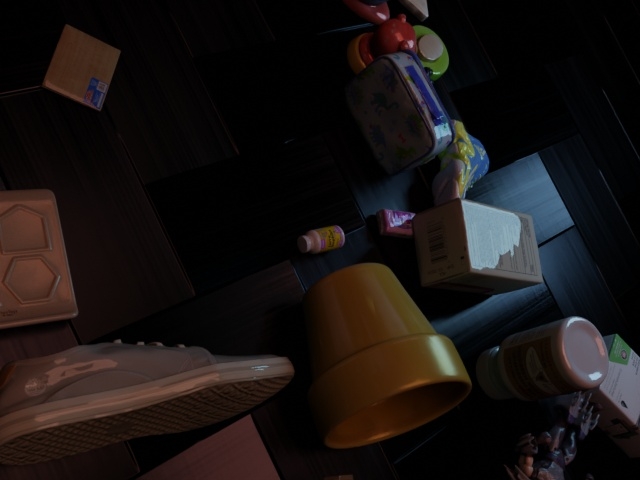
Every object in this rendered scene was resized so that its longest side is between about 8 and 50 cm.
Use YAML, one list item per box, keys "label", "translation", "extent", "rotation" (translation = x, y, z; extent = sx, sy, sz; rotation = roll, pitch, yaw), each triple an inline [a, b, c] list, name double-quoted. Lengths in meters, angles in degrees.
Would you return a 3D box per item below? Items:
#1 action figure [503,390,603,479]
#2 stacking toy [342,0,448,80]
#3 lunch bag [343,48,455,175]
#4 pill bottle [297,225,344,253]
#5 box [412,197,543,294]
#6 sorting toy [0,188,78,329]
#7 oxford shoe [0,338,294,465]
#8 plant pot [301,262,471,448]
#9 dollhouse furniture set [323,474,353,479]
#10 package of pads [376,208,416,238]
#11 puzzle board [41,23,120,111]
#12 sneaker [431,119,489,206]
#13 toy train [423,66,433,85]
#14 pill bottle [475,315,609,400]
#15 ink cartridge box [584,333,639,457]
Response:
- label: "action figure"
  translation: [0.460, 0.410, 1.475]
  extent: [0.185, 0.099, 0.285]
  rotation: [48, 56, -19]
- label: "stacking toy"
  translation: [0.183, -0.490, 1.639]
  extent: [0.279, 0.130, 0.309]
  rotation: [-2, 73, -34]
- label: "lunch bag"
  translation: [0.156, -0.249, 1.490]
  extent: [0.090, 0.176, 0.219]
  rotation: [-26, 86, -38]
- label: "pill bottle"
  translation: [0.000, 0.000, 1.364]
  extent: [0.083, 0.043, 0.043]
  rotation: [-13, 79, -37]
- label: "box"
  translation: [0.309, 0.018, 1.495]
  extent: [0.232, 0.127, 0.149]
  rotation: [10, 68, -40]
- label: "sorting toy"
  translation: [-0.452, 0.027, 1.056]
  extent: [0.193, 0.038, 0.208]
  rotation: [-6, 70, -36]
- label: "oxford shoe"
  translation: [-0.235, 0.196, 1.061]
  extent: [0.449, 0.169, 0.130]
  rotation: [-3, 53, -34]
- label: "plant pot"
  translation: [0.083, 0.177, 1.236]
  extent: [0.254, 0.254, 0.239]
  rotation: [1, 55, -34]
- label: "dollhouse furniture set"
  translation: [0.039, 0.465, 1.190]
  extent: [0.161, 0.101, 0.182]
  rotation: [22, 56, -54]
- label: "package of pads"
  translation: [0.149, -0.032, 1.487]
  extent: [0.083, 0.032, 0.050]
  rotation: [6, 69, -32]
- label: "puzzle board"
  translation: [-0.388, -0.280, 1.239]
  extent: [0.096, 0.011, 0.128]
  rotation: [23, 60, -26]
- label: "sneaker"
  translation: [0.307, -0.141, 1.602]
  extent: [0.126, 0.091, 0.240]
  rotation: [23, 59, -26]
- label: "toy train"
  translation: [0.225, -0.287, 1.612]
  extent: [0.036, 0.027, 0.158]
  rotation: [-19, 108, -58]
- label: "pill bottle"
  translation: [0.406, 0.230, 1.425]
  extent: [0.131, 0.229, 0.131]
  rotation: [13, 64, -30]
- label: "ink cartridge box"
  translation: [0.652, 0.335, 1.636]
  extent: [0.219, 0.092, 0.160]
  rotation: [43, 53, -12]
